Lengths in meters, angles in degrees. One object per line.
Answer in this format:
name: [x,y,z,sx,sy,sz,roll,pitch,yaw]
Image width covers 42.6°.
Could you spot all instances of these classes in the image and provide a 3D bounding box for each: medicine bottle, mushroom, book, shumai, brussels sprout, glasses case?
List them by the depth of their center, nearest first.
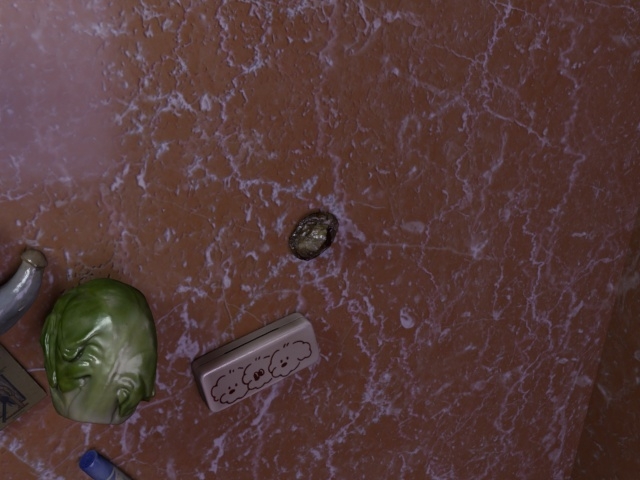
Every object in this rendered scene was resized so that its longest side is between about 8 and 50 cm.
mushroom: [-0.694,0.135,1.780,0.270,0.103,0.118,-43,131,-20]
brussels sprout: [-0.493,0.241,1.831,0.247,0.328,0.327,9,107,-25]
book: [-0.752,0.326,1.869,0.161,0.026,0.230,-37,125,-12]
medicine bottle: [-0.528,0.623,2.120,0.059,0.059,0.231,-42,127,-8]
shumai: [-0.010,0.002,2.139,0.139,0.105,0.123,-32,132,15]
glasses case: [-0.169,0.322,2.190,0.337,0.076,0.143,-25,122,-20]
